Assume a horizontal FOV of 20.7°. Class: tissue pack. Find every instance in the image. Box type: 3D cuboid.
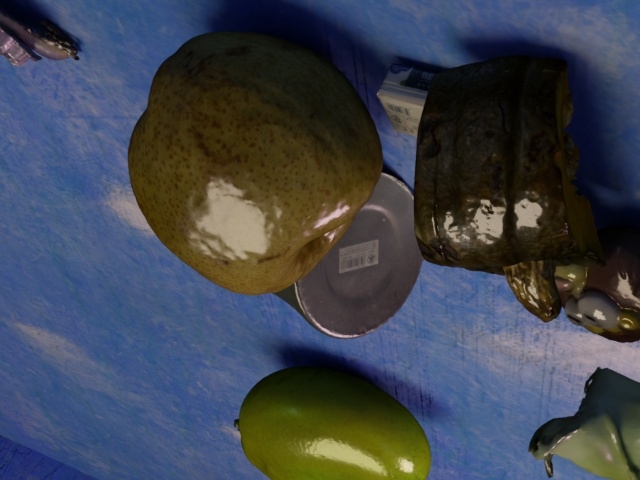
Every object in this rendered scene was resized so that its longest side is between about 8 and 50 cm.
[{"bbox_3d":[0.096,-0.110,1.436,0.083,0.042,0.062,16,155,26],"label":"tissue pack"}]

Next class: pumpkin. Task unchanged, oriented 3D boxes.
[{"bbox_3d":[0.147,-0.017,1.379,0.131,0.126,0.248,-5,135,18],"label":"pumpkin"}]

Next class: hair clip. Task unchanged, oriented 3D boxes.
[{"bbox_3d":[-0.356,-0.237,1.659,0.292,0.084,0.106,32,178,-26],"label":"hair clip"}]

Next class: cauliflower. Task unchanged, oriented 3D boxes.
[{"bbox_3d":[0.343,0.169,1.431,0.281,0.260,0.327,48,145,-11],"label":"cauliflower"}]

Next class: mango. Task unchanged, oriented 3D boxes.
[{"bbox_3d":[0.011,0.242,2.249,0.273,0.149,0.185,-4,137,45],"label":"mango"}]

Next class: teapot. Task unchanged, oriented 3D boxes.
[{"bbox_3d":[0.000,0.000,1.694,0.239,0.162,0.149,5,-171,-42],"label":"teapot"}]

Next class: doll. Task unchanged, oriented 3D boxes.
[{"bbox_3d":[0.232,0.024,1.529,0.188,0.096,0.145,33,154,12],"label":"doll"}]

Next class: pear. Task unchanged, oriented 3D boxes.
[{"bbox_3d":[-0.064,-0.072,1.494,0.211,0.188,0.228,45,129,6],"label":"pear"}]
